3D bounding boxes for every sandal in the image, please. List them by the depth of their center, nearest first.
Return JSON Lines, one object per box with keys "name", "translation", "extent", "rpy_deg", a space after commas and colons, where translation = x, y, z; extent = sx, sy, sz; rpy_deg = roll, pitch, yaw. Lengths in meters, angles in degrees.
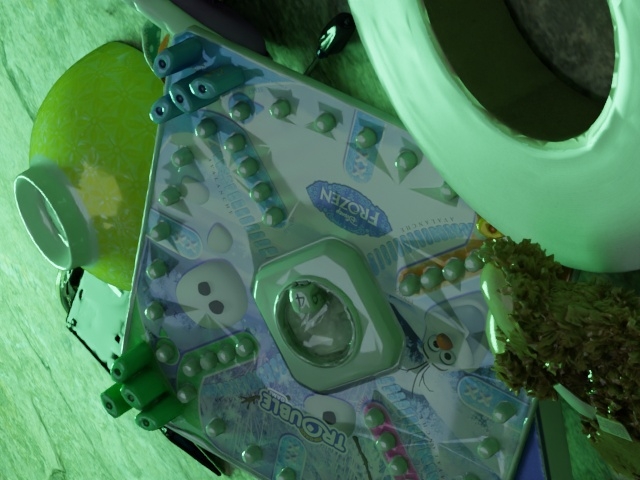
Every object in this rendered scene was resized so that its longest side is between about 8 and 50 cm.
{"name": "sandal", "translation": [-0.186, -0.305, 1.516], "extent": [0.416, 0.169, 0.102], "rpy_deg": [44, 108, 20]}

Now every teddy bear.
{"name": "teddy bear", "translation": [0.242, 0.104, 1.127], "extent": [0.338, 0.113, 0.245], "rpy_deg": [31, 162, 35]}

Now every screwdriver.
{"name": "screwdriver", "translation": [-0.002, -0.153, 1.447], "extent": [0.170, 0.024, 0.025], "rpy_deg": [128, 139, -64]}

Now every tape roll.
{"name": "tape roll", "translation": [0.148, -0.165, 1.102], "extent": [0.392, 0.072, 0.392], "rpy_deg": [42, 146, 36]}

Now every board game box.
{"name": "board game box", "translation": [-0.004, 0.069, 1.395], "extent": [0.390, 0.050, 0.390], "rpy_deg": [27, 123, 22]}

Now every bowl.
{"name": "bowl", "translation": [-0.233, -0.052, 1.801], "extent": [0.289, 0.156, 0.289], "rpy_deg": [42, 148, 35]}

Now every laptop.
{"name": "laptop", "translation": [-0.194, 0.134, 2.074], "extent": [0.234, 0.137, 0.264], "rpy_deg": [42, 122, 32]}

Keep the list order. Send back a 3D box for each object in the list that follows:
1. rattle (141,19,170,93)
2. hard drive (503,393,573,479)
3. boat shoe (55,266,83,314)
{"name": "rattle", "translation": [-0.146, -0.100, 1.556], "extent": [0.200, 0.143, 0.130], "rpy_deg": [37, -151, -59]}
{"name": "hard drive", "translation": [0.066, 0.164, 1.464], "extent": [0.319, 0.040, 0.210], "rpy_deg": [-1, 106, 39]}
{"name": "boat shoe", "translation": [-0.306, 0.053, 2.142], "extent": [0.049, 0.056, 0.152], "rpy_deg": [44, 149, 40]}
